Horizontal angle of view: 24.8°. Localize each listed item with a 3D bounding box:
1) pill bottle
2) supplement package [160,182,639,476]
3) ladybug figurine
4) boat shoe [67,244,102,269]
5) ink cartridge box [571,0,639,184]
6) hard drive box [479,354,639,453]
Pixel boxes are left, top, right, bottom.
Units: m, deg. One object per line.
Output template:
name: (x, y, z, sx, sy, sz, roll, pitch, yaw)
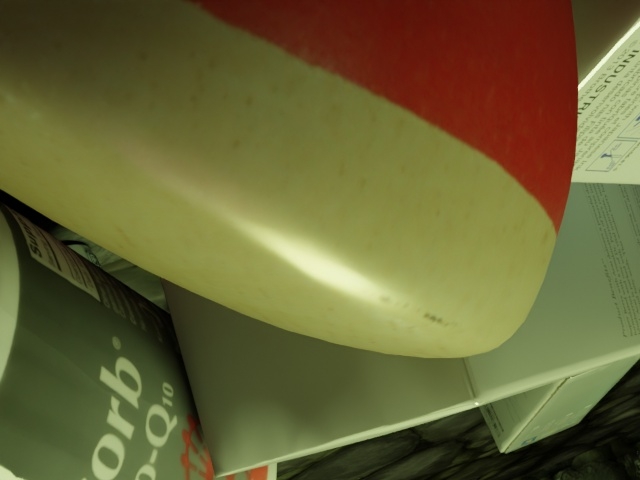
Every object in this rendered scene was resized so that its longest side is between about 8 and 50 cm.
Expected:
pill bottle: (-0.198, 0.086, 0.771, 0.210, 0.210, 0.363, -30, 142, 17)
supplement package: (0.064, 0.014, 0.861, 0.175, 0.177, 0.293, -21, 171, 33)
ladybug figurine: (-0.032, -0.093, 0.499, 0.162, 0.305, 0.449, -55, 173, 5)
boat shoe: (-0.279, 0.108, 0.985, 0.306, 0.105, 0.113, -20, 160, -11)
ink cartridge box: (0.244, -0.163, 0.771, 0.395, 0.151, 0.270, 1, 140, -47)
hard drive box: (0.189, 0.068, 1.313, 0.089, 0.181, 0.232, -19, 161, -14)
